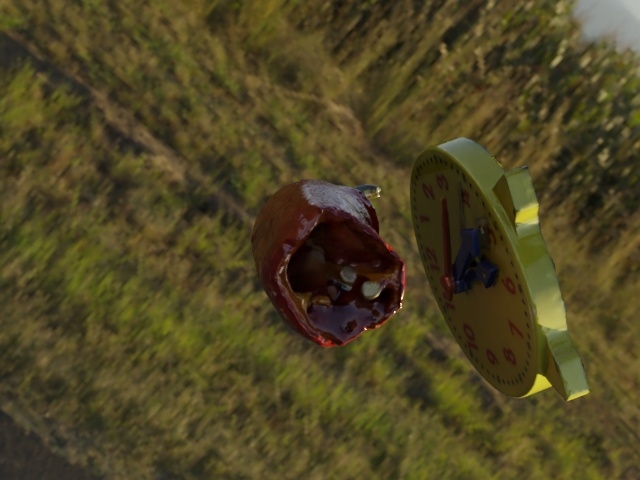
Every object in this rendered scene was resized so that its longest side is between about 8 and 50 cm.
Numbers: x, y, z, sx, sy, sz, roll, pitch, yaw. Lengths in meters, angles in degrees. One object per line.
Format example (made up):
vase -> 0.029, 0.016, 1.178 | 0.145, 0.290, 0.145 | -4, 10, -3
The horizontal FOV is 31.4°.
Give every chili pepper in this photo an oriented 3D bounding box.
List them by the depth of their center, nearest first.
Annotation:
chili pepper -> -0.005, 0.000, 1.156 | 0.134, 0.131, 0.338 | 35, 10, -12

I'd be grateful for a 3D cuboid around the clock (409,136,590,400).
clock -> 0.159, 0.033, 1.180 | 0.293, 0.071, 0.277 | -178, -111, -77
